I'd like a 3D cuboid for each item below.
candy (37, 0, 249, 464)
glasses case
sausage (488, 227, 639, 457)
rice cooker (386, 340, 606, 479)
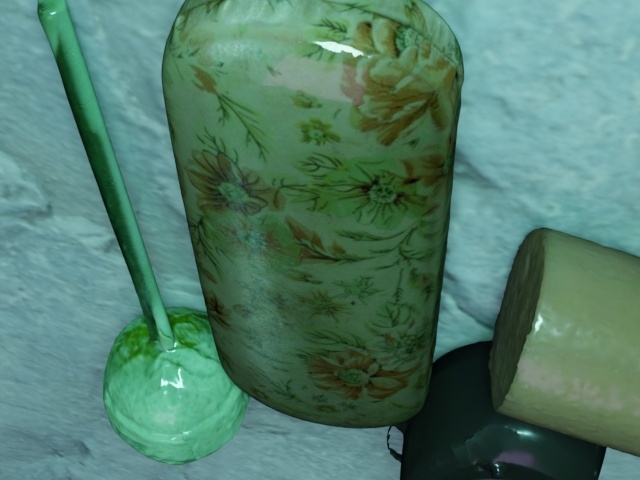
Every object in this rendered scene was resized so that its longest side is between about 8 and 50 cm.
[{"bbox_3d":[-0.126,0.013,0.858,0.119,0.119,0.440,7,140,13],"label":"candy"},{"bbox_3d":[0.000,0.000,0.766,0.156,0.098,0.425,8,147,7],"label":"glasses case"},{"bbox_3d":[0.236,0.084,0.777,0.252,0.123,0.123,16,148,-3],"label":"sausage"},{"bbox_3d":[0.132,0.151,0.927,0.142,0.118,0.203,21,145,-10],"label":"rice cooker"}]
